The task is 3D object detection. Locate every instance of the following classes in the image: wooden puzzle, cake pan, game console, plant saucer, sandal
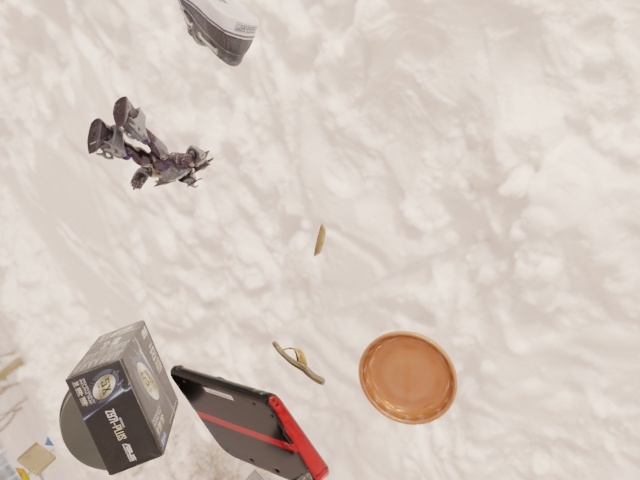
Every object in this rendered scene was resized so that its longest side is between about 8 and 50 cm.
[{"bbox_3d":[-0.745,0.574,1.653,0.078,0.116,0.014,37,131,15],"label":"wooden puzzle"},{"bbox_3d":[-0.575,0.494,1.728,0.293,0.293,0.054,59,177,-2],"label":"cake pan"},{"bbox_3d":[-0.177,0.459,1.578,0.387,0.060,0.342,3,128,41],"label":"game console"},{"bbox_3d":[0.176,0.271,1.263,0.200,0.037,0.200,6,106,19],"label":"plant saucer"},{"bbox_3d":[0.000,0.000,1.509,0.015,0.083,0.083,13,141,-3],"label":"plant saucer"},{"bbox_3d":[-0.055,0.324,1.709,0.180,0.049,0.072,36,169,4],"label":"sandal"}]

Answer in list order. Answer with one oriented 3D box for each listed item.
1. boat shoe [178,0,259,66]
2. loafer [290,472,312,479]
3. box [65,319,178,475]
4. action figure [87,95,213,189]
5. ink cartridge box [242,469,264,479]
[{"bbox_3d":[-0.215,-0.422,1.196,0.301,0.108,0.102,48,127,37],"label":"boat shoe"},{"bbox_3d":[-0.023,0.568,1.309,0.062,0.061,0.170,-2,103,44],"label":"loafer"},{"bbox_3d":[-0.273,0.215,0.898,0.180,0.078,0.147,-124,13,-80],"label":"box"},{"bbox_3d":[-0.348,-0.173,1.321,0.285,0.185,0.099,37,-149,-54],"label":"action figure"},{"bbox_3d":[-0.214,0.657,1.562,0.061,0.104,0.181,46,125,8],"label":"ink cartridge box"}]
